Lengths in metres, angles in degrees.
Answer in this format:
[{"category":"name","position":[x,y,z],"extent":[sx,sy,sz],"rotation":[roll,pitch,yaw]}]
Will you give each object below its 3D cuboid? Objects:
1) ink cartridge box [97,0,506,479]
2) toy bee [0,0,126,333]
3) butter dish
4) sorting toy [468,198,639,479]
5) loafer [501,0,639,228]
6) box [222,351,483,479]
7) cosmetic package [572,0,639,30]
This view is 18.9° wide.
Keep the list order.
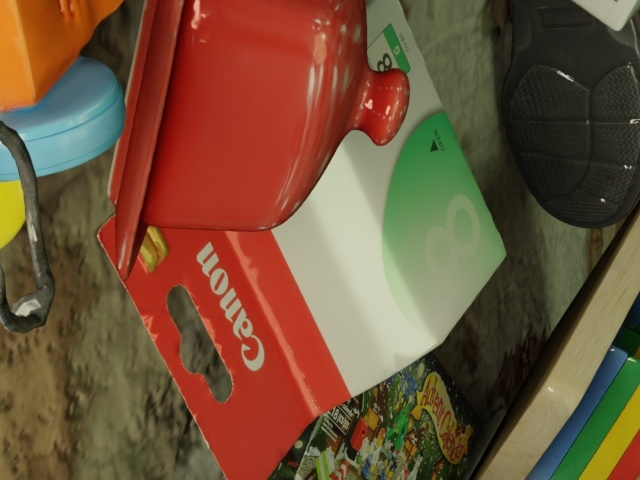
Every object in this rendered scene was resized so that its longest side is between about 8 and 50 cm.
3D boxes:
[{"category":"ink cartridge box","position":[0.000,0.000,0.992],"extent":[0.225,0.056,0.181],"rotation":[-51,126,-42]},{"category":"toy bee","position":[-0.152,-0.079,0.645],"extent":[0.298,0.162,0.195],"rotation":[-53,139,-80]},{"category":"butter dish","position":[-0.019,-0.071,0.838],"extent":[0.160,0.118,0.160],"rotation":[-78,-178,-61]},{"category":"sorting toy","position":[0.190,0.100,1.286],"extent":[0.257,0.089,0.255],"rotation":[-54,173,-39]},{"category":"loafer","position":[0.174,-0.147,1.258],"extent":[0.095,0.109,0.303],"rotation":[-57,144,-41]},{"category":"box","position":[0.023,0.134,1.154],"extent":[0.159,0.044,0.233],"rotation":[-67,152,-18]},{"category":"cosmetic package","position":[0.201,-0.277,1.044],"extent":[0.224,0.138,0.224],"rotation":[-43,166,-40]}]
